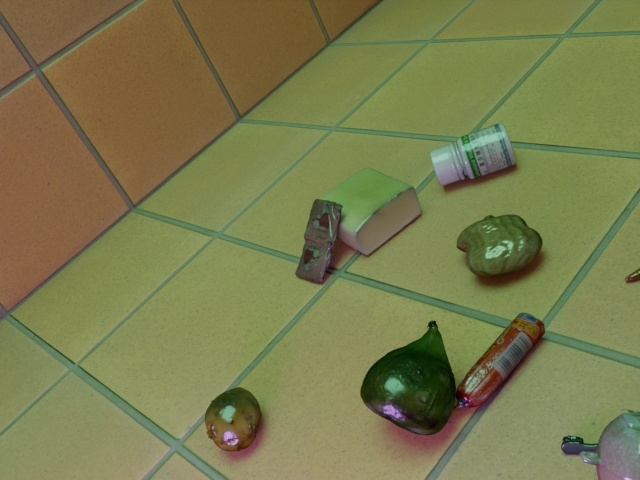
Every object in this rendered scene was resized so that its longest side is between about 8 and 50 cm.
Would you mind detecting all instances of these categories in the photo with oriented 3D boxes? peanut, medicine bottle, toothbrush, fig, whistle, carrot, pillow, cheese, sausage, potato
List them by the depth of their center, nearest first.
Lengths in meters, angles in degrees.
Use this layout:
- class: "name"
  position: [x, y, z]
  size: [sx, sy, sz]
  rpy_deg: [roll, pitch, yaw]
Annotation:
- class: "whistle"
  position: [0.607, 0.387, 1.169]
  size: [0.348, 0.189, 0.189]
  rpy_deg: [4, 40, 7]
- class: "toothbrush"
  position: [0.593, 0.368, 1.288]
  size: [0.297, 0.030, 0.030]
  rpy_deg: [-10, 27, 27]
- class: "fig"
  position: [0.212, 0.283, 1.505]
  size: [0.203, 0.203, 0.235]
  rpy_deg: [23, 81, 51]
- class: "sausage"
  position: [0.382, 0.272, 1.539]
  size: [0.274, 0.074, 0.074]
  rpy_deg: [-43, 36, -20]
- class: "carrot"
  position: [0.753, 0.053, 1.603]
  size: [0.142, 0.035, 0.035]
  rpy_deg: [-35, 33, -3]
- class: "potato"
  position: [-0.212, 0.428, 1.717]
  size: [0.137, 0.137, 0.176]
  rpy_deg: [-29, 30, 0]
- class: "peanut"
  position: [0.454, 0.005, 1.818]
  size: [0.197, 0.110, 0.233]
  rpy_deg: [-25, 34, 5]
- class: "pillow"
  position: [0.000, 0.000, 2.122]
  size: [0.135, 0.049, 0.248]
  rpy_deg: [12, 88, 53]
- class: "medicine bottle"
  position: [0.462, -0.258, 2.148]
  size: [0.237, 0.139, 0.139]
  rpy_deg: [-17, 34, 15]
- class: "cheese"
  position: [0.139, -0.098, 2.185]
  size: [0.243, 0.123, 0.265]
  rpy_deg: [-34, 34, -15]
